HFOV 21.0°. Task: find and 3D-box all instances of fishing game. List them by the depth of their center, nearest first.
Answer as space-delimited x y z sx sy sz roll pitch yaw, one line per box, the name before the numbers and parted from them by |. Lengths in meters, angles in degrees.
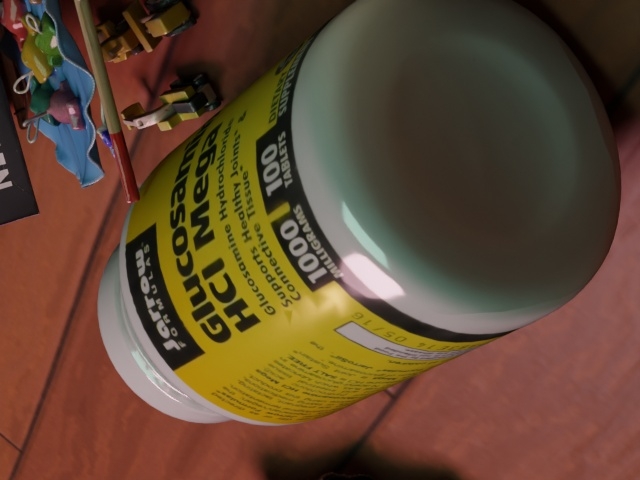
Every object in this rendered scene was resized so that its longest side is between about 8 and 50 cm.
fishing game | -0.180 -0.119 1.070 0.264 0.041 0.189 36 141 60

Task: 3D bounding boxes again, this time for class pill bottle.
pill bottle | 0.000 0.000 0.986 0.188 0.188 0.334 48 145 -7

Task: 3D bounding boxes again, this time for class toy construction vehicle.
toy construction vehicle | -0.110 -0.111 1.114 0.098 0.035 0.086 -3 125 47

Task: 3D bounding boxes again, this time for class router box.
router box | -0.245 -0.115 1.182 0.133 0.046 0.179 -121 16 -45

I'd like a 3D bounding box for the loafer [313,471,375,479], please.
loafer | 0.012 0.212 1.306 0.251 0.094 0.087 -2 102 35
